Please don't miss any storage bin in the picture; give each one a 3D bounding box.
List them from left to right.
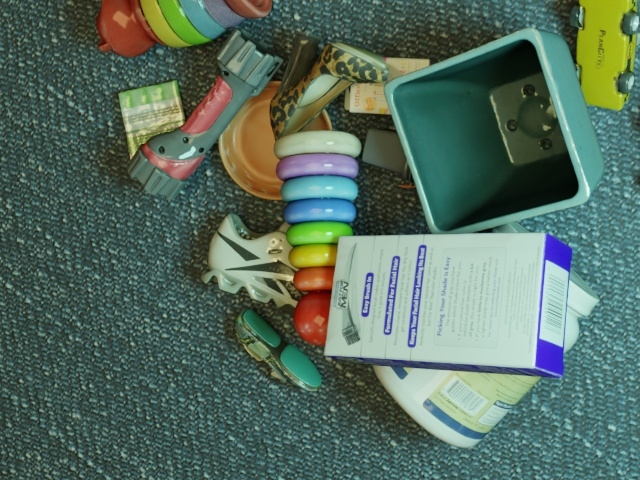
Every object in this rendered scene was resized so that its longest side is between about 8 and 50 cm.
[{"bbox_3d":[0.127,-0.139,1.606,0.091,0.135,0.098,15,101,20],"label":"storage bin"}]

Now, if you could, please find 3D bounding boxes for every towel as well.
[{"bbox_3d":[-0.285,-0.194,1.733,0.113,0.023,0.152,-9,93,10],"label":"towel"}]

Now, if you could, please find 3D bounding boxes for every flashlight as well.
[{"bbox_3d":[-0.198,-0.209,1.637,0.103,0.103,0.304,43,109,14],"label":"flashlight"}]

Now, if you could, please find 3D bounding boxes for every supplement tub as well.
[{"bbox_3d":[0.257,0.142,1.562,0.228,0.228,0.316,42,103,3],"label":"supplement tub"}]

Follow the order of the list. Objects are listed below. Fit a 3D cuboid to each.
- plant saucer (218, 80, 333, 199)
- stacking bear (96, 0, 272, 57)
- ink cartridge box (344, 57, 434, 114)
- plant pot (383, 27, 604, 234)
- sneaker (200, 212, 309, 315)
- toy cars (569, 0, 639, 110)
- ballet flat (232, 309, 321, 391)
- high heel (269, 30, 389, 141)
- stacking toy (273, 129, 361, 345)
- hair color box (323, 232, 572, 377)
[{"bbox_3d":[-0.073,-0.169,1.683,0.200,0.037,0.200,2,98,12],"label":"plant saucer"},{"bbox_3d":[-0.241,-0.391,1.629,0.289,0.175,0.164,-17,127,23],"label":"stacking bear"},{"bbox_3d":[0.107,-0.248,1.609,0.143,0.090,0.092,4,98,11],"label":"ink cartridge box"},{"bbox_3d":[0.287,-0.168,1.490,0.247,0.252,0.248,-16,94,33],"label":"plant pot"},{"bbox_3d":[-0.032,0.044,1.660,0.330,0.122,0.146,17,102,8],"label":"sneaker"},{"bbox_3d":[0.507,-0.219,1.532,0.394,0.087,0.176,55,141,-1],"label":"toy cars"},{"bbox_3d":[-0.079,0.199,1.729,0.188,0.070,0.070,46,103,4],"label":"ballet flat"},{"bbox_3d":[0.013,-0.214,1.538,0.093,0.261,0.186,9,103,-35],"label":"high heel"},{"bbox_3d":[0.000,0.000,1.569,0.141,0.141,0.330,-3,85,12],"label":"stacking toy"},{"bbox_3d":[0.178,0.090,1.424,0.339,0.110,0.185,0,76,35],"label":"hair color box"}]
